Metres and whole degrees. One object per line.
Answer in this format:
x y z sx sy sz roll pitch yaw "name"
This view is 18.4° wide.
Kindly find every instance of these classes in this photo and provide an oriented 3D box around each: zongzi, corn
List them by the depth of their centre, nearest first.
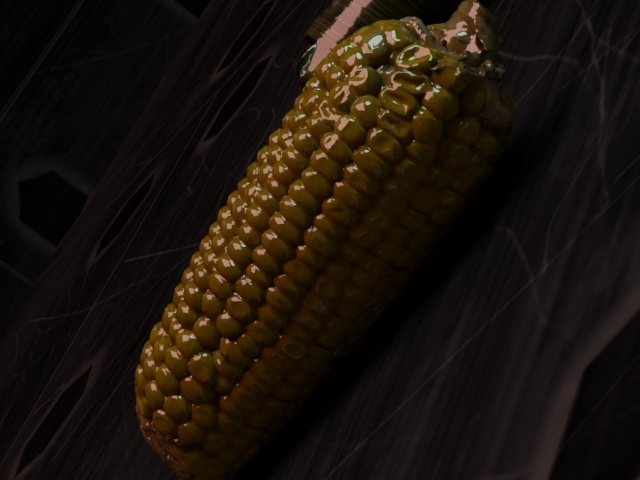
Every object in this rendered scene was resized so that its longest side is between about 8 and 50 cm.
0.000 0.000 1.100 0.322 0.119 0.119 -55 11 13 "corn"
0.064 -0.173 1.472 0.187 0.084 0.184 -44 3 8 "zongzi"
